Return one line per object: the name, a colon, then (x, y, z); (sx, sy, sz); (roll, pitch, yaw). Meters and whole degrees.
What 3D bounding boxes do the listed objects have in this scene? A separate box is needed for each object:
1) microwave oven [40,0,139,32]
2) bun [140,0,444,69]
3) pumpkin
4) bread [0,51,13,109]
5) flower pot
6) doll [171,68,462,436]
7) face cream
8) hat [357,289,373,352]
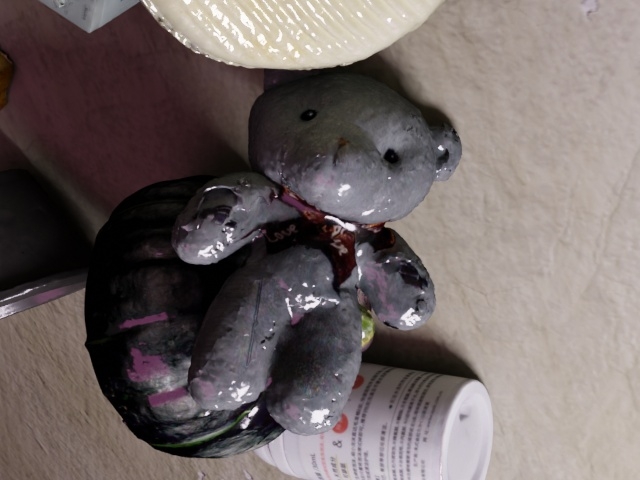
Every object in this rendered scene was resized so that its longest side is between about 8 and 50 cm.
microwave oven: (-0.185, -0.313, 0.874); (0.122, 0.162, 0.208); (33, 135, 7)
bun: (-0.021, -0.261, 0.787); (0.287, 0.146, 0.287); (-5, 144, -4)
pumpkin: (-0.090, 0.070, 1.033); (0.296, 0.296, 0.295); (18, 132, 21)
bread: (-0.448, -0.224, 1.197); (0.187, 0.065, 0.103); (46, 141, -5)
flower pot: (-0.406, 0.012, 1.255); (0.269, 0.269, 0.166); (-20, 88, 42)
doll: (0.003, -0.004, 0.892); (0.246, 0.340, 0.158); (24, 156, -7)
face cream: (0.003, 0.205, 1.181); (0.370, 0.145, 0.145); (5, 127, 32)
hat: (0.040, 0.086, 1.139); (0.058, 0.042, 0.087); (4, 92, 28)
